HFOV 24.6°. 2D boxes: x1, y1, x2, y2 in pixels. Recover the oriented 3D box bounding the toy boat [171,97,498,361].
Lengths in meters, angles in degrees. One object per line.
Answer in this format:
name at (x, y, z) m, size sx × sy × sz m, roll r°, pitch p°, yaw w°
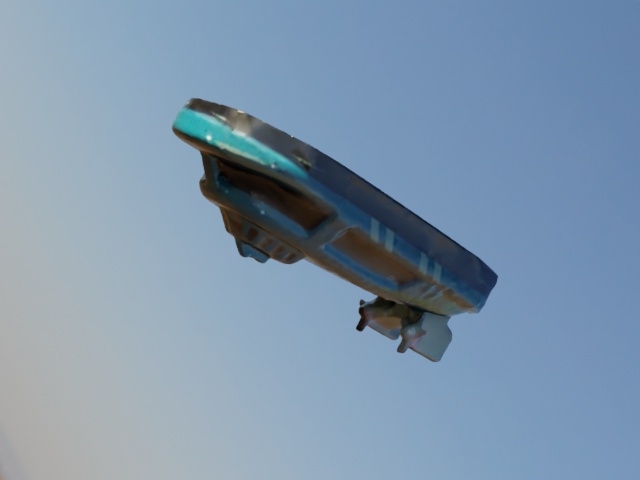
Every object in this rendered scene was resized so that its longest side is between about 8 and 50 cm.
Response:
toy boat at (0.000, 0.000, 1.087) m, size 0.299 × 0.092 × 0.134 m, roll 31°, pitch -6°, yaw -39°
